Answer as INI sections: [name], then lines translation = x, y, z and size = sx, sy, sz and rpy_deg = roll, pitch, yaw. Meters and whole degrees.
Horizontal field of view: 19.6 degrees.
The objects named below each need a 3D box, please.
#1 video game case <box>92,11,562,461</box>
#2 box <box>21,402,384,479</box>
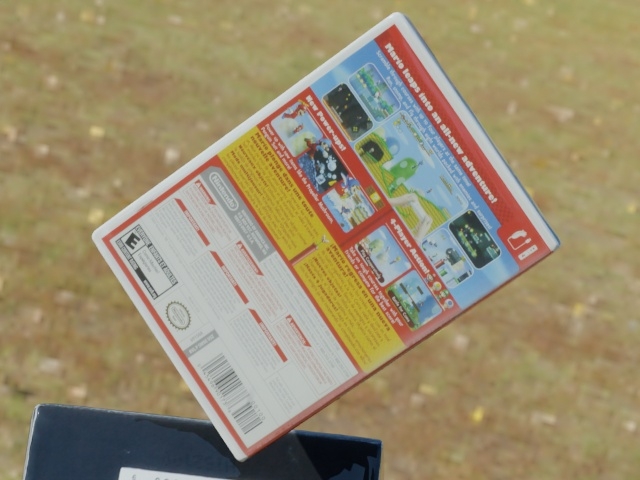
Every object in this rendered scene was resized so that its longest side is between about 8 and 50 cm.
[video game case]
translation = 0.000, 0.000, 1.336
size = 0.204, 0.285, 0.025
rpy_deg = 56, 14, 5
[box]
translation = -0.097, 0.292, 1.663
size = 0.294, 0.212, 0.395
rpy_deg = 6, -14, 4
